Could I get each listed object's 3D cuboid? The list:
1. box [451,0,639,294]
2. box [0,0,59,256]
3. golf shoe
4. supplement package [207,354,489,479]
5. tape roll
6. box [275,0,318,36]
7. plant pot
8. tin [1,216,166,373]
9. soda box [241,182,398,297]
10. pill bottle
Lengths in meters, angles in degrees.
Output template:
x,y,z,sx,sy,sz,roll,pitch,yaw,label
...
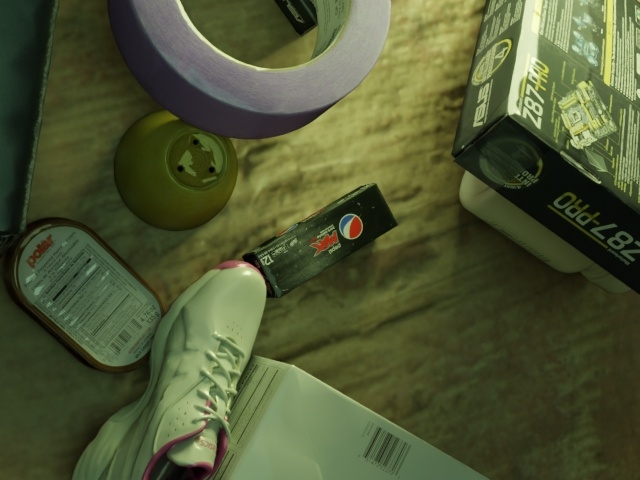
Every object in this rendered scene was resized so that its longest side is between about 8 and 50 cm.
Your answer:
x,y,z,sx,sy,sz,roll,pitch,yaw,label
0.321,-0.151,1.152,0.318,0.097,0.394,34,45,-18,box
-0.355,-0.236,0.790,0.298,0.472,0.479,9,84,-21,box
-0.124,0.166,1.026,0.115,0.140,0.306,37,76,-41,golf shoe
0.005,0.274,1.078,0.262,0.145,0.204,33,77,-18,supplement package
-0.070,-0.245,1.022,0.275,0.090,0.274,5,77,-22,tape roll
-0.013,-0.405,1.151,0.216,0.060,0.270,-40,101,-17,box
-0.142,-0.080,1.065,0.134,0.095,0.134,1,86,-21,plant pot
-0.238,0.057,1.037,0.189,0.040,0.106,47,66,-23,tin
0.000,0.000,1.138,0.169,0.053,0.060,-31,99,-19,soda box
0.292,-0.036,1.211,0.229,0.131,0.131,33,76,-17,pill bottle
